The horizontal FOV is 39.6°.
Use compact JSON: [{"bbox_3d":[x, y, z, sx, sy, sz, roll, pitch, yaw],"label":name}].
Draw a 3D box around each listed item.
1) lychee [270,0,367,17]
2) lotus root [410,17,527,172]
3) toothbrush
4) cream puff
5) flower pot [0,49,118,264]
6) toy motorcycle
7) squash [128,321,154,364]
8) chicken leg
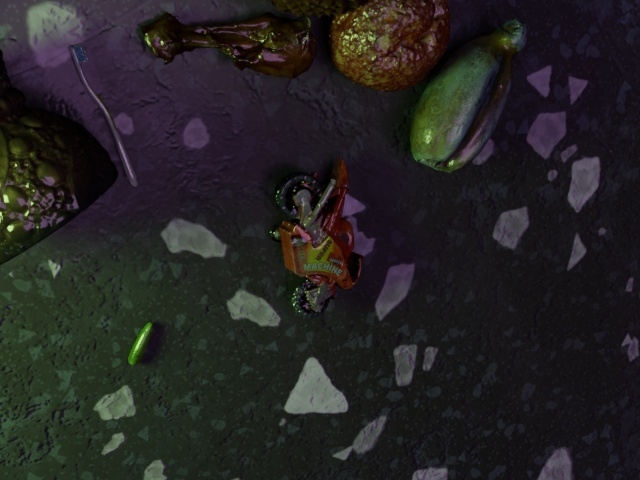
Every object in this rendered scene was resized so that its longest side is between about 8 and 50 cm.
[{"bbox_3d":[0.003,-0.478,1.423,0.267,0.267,0.267,-7,110,-20],"label":"lychee"},{"bbox_3d":[0.277,-0.283,1.693,0.158,0.140,0.322,28,90,-45],"label":"lotus root"},{"bbox_3d":[-0.367,-0.208,1.512,0.026,0.022,0.263,-19,114,-3],"label":"toothbrush"},{"bbox_3d":[0.130,-0.381,1.587,0.240,0.164,0.240,-5,104,-20],"label":"cream puff"},{"bbox_3d":[-0.493,-0.135,1.366,0.266,0.266,0.267,-36,107,-8],"label":"flower pot"},{"bbox_3d":[-0.001,0.001,1.698,0.171,0.089,0.298,-15,112,-19],"label":"toy motorcycle"},{"bbox_3d":[-0.335,0.193,1.661,0.027,0.027,0.089,21,97,-27],"label":"squash"},{"bbox_3d":[-0.154,-0.343,1.526,0.304,0.093,0.113,2,89,-15],"label":"chicken leg"}]
